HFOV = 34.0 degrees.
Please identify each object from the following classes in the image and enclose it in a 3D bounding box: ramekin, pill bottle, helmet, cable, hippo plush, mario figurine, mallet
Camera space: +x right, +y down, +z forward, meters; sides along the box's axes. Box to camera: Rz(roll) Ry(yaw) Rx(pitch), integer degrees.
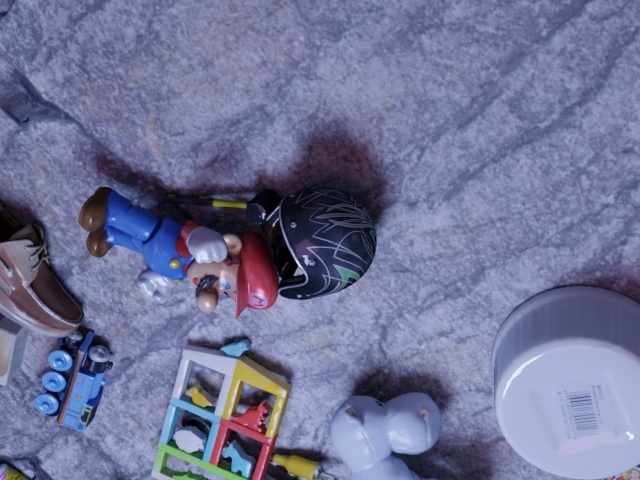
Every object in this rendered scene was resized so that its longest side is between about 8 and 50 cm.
[{"bbox_3d":[0.386,0.219,1.547,0.277,0.135,0.277,6,117,12],"label":"ramekin"},{"bbox_3d":[-0.587,0.449,1.963,0.083,0.043,0.043,36,119,-5],"label":"pill bottle"},{"bbox_3d":[0.000,0.000,1.519,0.169,0.169,0.161,40,138,-6],"label":"helmet"},{"bbox_3d":[-0.114,0.385,1.818,0.287,0.072,0.139,30,129,13],"label":"cable"},{"bbox_3d":[0.100,0.363,1.685,0.294,0.234,0.237,-11,82,3],"label":"hippo plush"},{"bbox_3d":[-0.218,0.039,1.586,0.320,0.198,0.170,20,97,10],"label":"mario figurine"},{"bbox_3d":[-0.151,-0.061,1.611,0.189,0.062,0.039,9,117,27],"label":"mallet"}]

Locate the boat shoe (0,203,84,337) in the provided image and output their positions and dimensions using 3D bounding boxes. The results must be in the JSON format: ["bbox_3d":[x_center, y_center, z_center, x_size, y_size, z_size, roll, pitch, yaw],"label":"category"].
[{"bbox_3d":[-0.500,0.027,1.694,0.116,0.123,0.324,-39,109,17],"label":"boat shoe"}]

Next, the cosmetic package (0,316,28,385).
[{"bbox_3d":[-0.543,0.188,1.816,0.041,0.060,0.115,22,117,4],"label":"cosmetic package"}]

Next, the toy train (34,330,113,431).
[{"bbox_3d":[-0.422,0.239,1.802,0.105,0.080,0.184,20,117,-6],"label":"toy train"}]

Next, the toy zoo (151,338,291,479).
[{"bbox_3d":[-0.164,0.301,1.752,0.192,0.030,0.293,21,107,13],"label":"toy zoo"}]

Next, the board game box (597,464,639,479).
[{"bbox_3d":[0.497,0.434,1.679,0.136,0.035,0.201,20,119,4],"label":"board game box"}]
